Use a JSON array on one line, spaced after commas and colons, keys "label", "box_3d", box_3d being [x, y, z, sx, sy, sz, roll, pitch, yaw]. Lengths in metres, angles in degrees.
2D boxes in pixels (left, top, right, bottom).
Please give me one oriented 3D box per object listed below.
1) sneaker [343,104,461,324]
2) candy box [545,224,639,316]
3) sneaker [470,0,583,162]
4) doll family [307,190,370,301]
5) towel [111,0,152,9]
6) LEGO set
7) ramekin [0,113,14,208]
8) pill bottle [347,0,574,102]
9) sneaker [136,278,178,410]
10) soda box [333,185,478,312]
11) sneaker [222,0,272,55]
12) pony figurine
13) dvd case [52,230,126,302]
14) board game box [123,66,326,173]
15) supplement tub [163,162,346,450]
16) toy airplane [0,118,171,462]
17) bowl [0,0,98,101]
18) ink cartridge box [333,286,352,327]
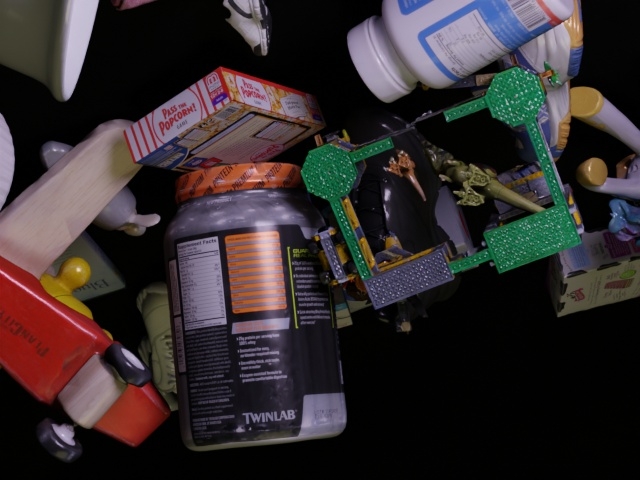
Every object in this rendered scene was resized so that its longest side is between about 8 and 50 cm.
[{"label": "sneaker", "box_3d": [0.084, -0.026, 1.831, 0.109, 0.286, 0.130, 0, -151, 43]}, {"label": "candy box", "box_3d": [0.471, 0.032, 2.337, 0.233, 0.071, 0.159, -14, 154, -3]}, {"label": "sneaker", "box_3d": [0.229, -0.190, 1.768, 0.131, 0.111, 0.296, -3, 148, 3]}, {"label": "doll family", "box_3d": [0.000, 0.000, 1.922, 0.263, 0.163, 0.118, 7, 145, -37]}, {"label": "towel", "box_3d": [-0.026, -0.316, 1.382, 0.329, 0.037, 0.237, -16, 157, -20]}, {"label": "LEGO set", "box_3d": [0.150, -0.061, 1.711, 0.331, 0.255, 0.192, -29, -177, 13]}, {"label": "ramekin", "box_3d": [-0.407, -0.079, 1.521, 0.207, 0.207, 0.109, -22, 161, 14]}, {"label": "pill bottle", "box_3d": [0.142, -0.236, 1.587, 0.221, 0.124, 0.124, -27, 151, 24]}, {"label": "sneaker", "box_3d": [-0.202, 0.146, 2.156, 0.110, 0.118, 0.292, -8, 151, -9]}, {"label": "soda box", "box_3d": [0.065, 0.028, 2.089, 0.286, 0.098, 0.091, -20, 153, 11]}, {"label": "sneaker", "box_3d": [-0.076, -0.232, 1.585, 0.044, 0.040, 0.109, 0, 151, 7]}, {"label": "pony figurine", "box_3d": [0.509, -0.080, 1.978, 0.351, 0.302, 0.363, 9, 169, 29]}, {"label": "dvd case", "box_3d": [-0.375, 0.034, 1.950, 0.180, 0.022, 0.253, -18, 154, 5]}, {"label": "board game box", "box_3d": [-0.105, -0.127, 1.717, 0.147, 0.045, 0.193, -29, 161, 25]}, {"label": "supplement tub", "box_3d": [-0.078, 0.078, 1.746, 0.194, 0.316, 0.193, -5, 173, -1]}, {"label": "toy airplane", "box_3d": [-0.374, 0.059, 1.745, 0.386, 0.384, 0.272, -4, -168, -6]}, {"label": "bowl", "box_3d": [-0.234, -0.268, 1.197, 0.134, 0.297, 0.298, 13, 148, -7]}, {"label": "ink cartridge box", "box_3d": [0.015, 0.098, 2.054, 0.048, 0.028, 0.083, -15, 150, 3]}]
